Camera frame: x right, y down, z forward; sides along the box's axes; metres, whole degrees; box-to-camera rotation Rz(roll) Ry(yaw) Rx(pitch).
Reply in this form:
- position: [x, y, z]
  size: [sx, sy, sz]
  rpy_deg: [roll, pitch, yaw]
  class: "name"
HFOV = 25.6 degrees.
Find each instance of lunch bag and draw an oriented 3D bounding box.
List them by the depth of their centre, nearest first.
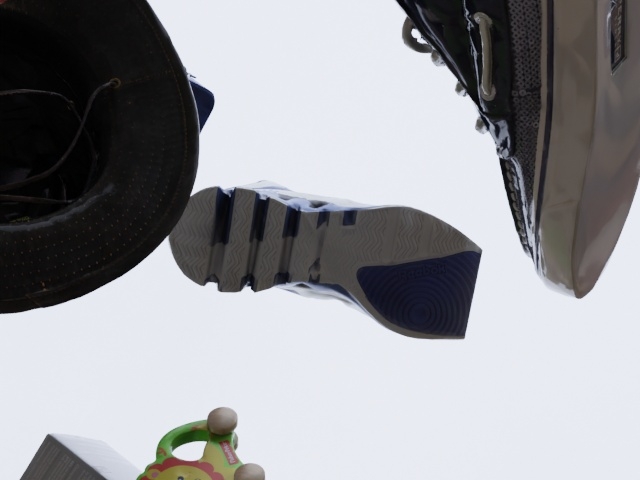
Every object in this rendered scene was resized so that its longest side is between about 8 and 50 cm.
- position: [-0.158, -0.133, 1.436]
  size: [0.067, 0.065, 0.098]
  rpy_deg: [27, -90, -33]
  class: "lunch bag"

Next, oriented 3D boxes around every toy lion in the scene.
- position: [-0.094, 0.175, 1.036]
  size: [0.096, 0.100, 0.034]
  rpy_deg: [-12, -49, -17]
  class: "toy lion"

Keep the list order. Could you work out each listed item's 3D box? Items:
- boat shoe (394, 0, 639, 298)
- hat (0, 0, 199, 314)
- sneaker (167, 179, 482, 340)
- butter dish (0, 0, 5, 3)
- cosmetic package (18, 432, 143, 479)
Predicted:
- position: [0.128, -0.125, 0.941]
  size: [0.158, 0.127, 0.341]
  rpy_deg: [18, -51, 29]
  class: "boat shoe"
- position: [-0.251, -0.079, 1.090]
  size: [0.331, 0.331, 0.134]
  rpy_deg: [20, -25, -1]
  class: "hat"
- position: [-0.001, 0.000, 1.427]
  size: [0.315, 0.182, 0.127]
  rpy_deg: [13, -82, -11]
  class: "sneaker"
- position: [-0.159, -0.194, 0.630]
  size: [0.160, 0.118, 0.160]
  rpy_deg: [-35, -78, -18]
  class: "butter dish"
- position: [-0.195, 0.306, 1.458]
  size: [0.238, 0.127, 0.107]
  rpy_deg: [30, -91, 22]
  class: "cosmetic package"
